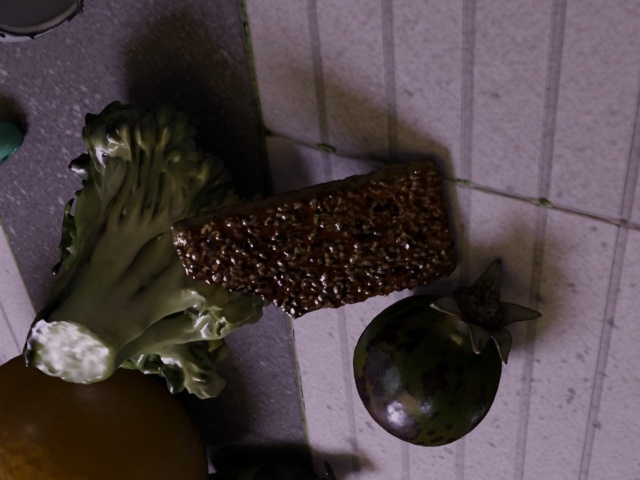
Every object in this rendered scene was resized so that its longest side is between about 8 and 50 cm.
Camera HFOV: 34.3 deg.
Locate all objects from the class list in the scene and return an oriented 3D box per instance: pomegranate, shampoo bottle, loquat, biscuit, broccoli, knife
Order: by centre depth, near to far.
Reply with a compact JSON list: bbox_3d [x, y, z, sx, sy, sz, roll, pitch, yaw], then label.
[{"bbox_3d":[-0.002,0.010,0.905,0.237,0.026,0.131,-15,126,1],"label":"biscuit"},{"bbox_3d":[0.110,0.111,0.940,0.148,0.148,0.169,43,142,-10],"label":"pomegranate"},{"bbox_3d":[-0.162,0.031,0.970,0.248,0.245,0.288,-19,123,35],"label":"broccoli"},{"bbox_3d":[-0.409,-0.069,1.188,0.034,0.063,0.260,51,139,-11],"label":"knife"},{"bbox_3d":[-0.313,0.295,1.267,0.328,0.359,0.328,30,144,25],"label":"loquat"},{"bbox_3d":[-0.067,0.334,1.320,0.284,0.101,0.101,-22,115,46],"label":"shampoo bottle"}]

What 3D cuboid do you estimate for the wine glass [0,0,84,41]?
[{"bbox_3d":[-0.310,-0.237,0.878,0.196,0.165,0.165,-2,128,42],"label":"wine glass"}]
